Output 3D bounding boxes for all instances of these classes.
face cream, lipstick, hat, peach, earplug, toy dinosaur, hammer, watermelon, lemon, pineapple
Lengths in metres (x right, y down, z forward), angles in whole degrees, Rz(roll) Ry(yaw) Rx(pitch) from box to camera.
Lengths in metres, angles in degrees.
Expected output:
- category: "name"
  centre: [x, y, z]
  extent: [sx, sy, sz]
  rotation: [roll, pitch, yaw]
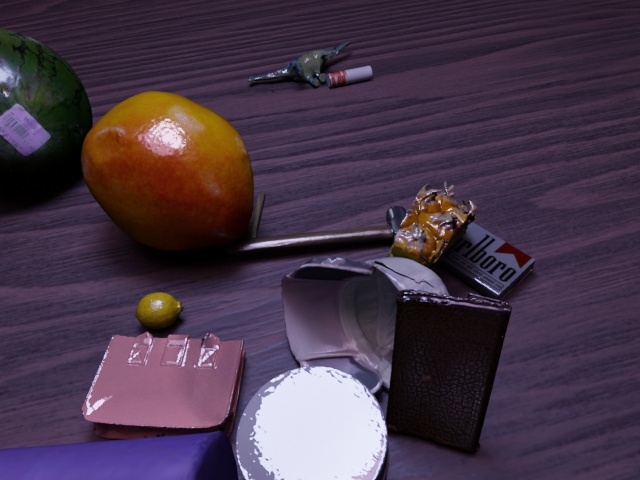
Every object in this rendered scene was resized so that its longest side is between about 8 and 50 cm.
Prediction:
- category: "face cream"
  centre: [-0.005, 0.271, 0.606]
  extent: [0.177, 0.153, 0.177]
  rotation: [-3, 44, 3]
- category: "lipstick"
  centre: [0.083, -0.474, 1.418]
  extent: [0.130, 0.038, 0.038]
  rotation: [-15, 46, -12]
- category: "hat"
  centre: [0.067, 0.119, 0.745]
  extent: [0.274, 0.232, 0.161]
  rotation: [0, 13, 19]
- category: "peach"
  centre: [-0.272, -0.122, 0.911]
  extent: [0.288, 0.289, 0.308]
  rotation: [-27, 45, -21]
- category: "earplug"
  centre: [-0.329, 0.326, 0.539]
  extent: [0.455, 0.215, 0.215]
  rotation: [-2, 45, 6]
- category: "toy dinosaur"
  centre: [-0.032, -0.519, 1.444]
  extent: [0.362, 0.077, 0.147]
  rotation: [-30, 44, -19]
- category: "hammer"
  centre: [0.000, 0.000, 0.945]
  extent: [0.364, 0.044, 0.111]
  rotation: [-6, 46, -4]
- category: "hammer"
  centre: [-0.132, -0.042, 1.019]
  extent: [0.062, 0.017, 0.182]
  rotation: [1, 44, 4]
- category: "watermelon"
  centre: [-0.685, -0.288, 1.078]
  extent: [0.362, 0.364, 0.364]
  rotation: [-2, 45, 2]
- category: "lemon"
  centre: [-0.275, 0.119, 0.834]
  extent: [0.083, 0.062, 0.062]
  rotation: [-10, 45, -6]
- category: "pineapple"
  centre: [0.173, -0.003, 0.835]
  extent: [0.114, 0.186, 0.236]
  rotation: [32, 35, 17]

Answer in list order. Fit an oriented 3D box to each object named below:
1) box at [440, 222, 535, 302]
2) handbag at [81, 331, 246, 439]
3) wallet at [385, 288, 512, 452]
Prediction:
- category: "box"
  centre: [0.286, 0.028, 0.908]
  extent: [0.115, 0.036, 0.177]
  rotation: [-34, 52, -24]
- category: "handbag"
  centre: [-0.227, 0.215, 0.739]
  extent: [0.212, 0.059, 0.158]
  rotation: [1, 46, 2]
- category: "wallet"
  centre: [0.155, 0.171, 0.632]
  extent: [0.132, 0.243, 0.039]
  rotation: [7, 32, 13]
